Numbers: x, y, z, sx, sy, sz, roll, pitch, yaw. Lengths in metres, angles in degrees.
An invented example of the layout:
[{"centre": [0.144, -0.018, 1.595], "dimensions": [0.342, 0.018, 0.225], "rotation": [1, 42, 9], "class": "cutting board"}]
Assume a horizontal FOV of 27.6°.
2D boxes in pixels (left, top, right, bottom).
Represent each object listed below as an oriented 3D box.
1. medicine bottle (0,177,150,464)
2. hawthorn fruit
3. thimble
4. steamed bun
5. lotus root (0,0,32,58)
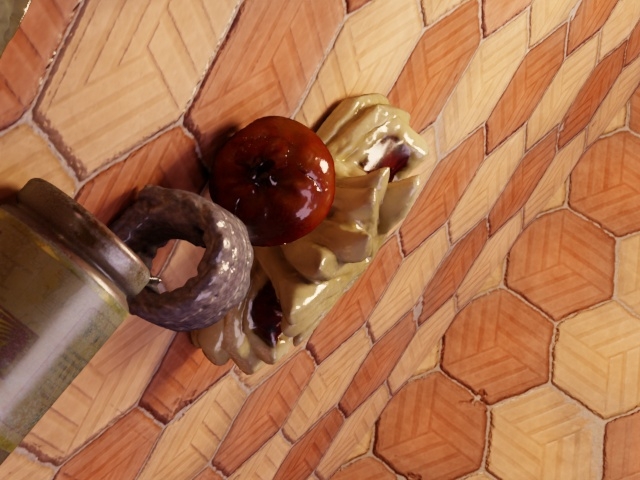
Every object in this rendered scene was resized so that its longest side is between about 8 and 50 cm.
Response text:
[{"centre": [-0.302, 0.108, 1.131], "dimensions": [0.322, 0.151, 0.151], "rotation": [-51, 162, -12], "class": "medicine bottle"}, {"centre": [-0.049, -0.064, 1.478], "dimensions": [0.148, 0.148, 0.172], "rotation": [-55, 169, 4], "class": "hawthorn fruit"}, {"centre": [-0.149, 0.020, 1.363], "dimensions": [0.150, 0.150, 0.098], "rotation": [-54, 157, 0], "class": "thimble"}, {"centre": [0.000, 0.000, 1.653], "dimensions": [0.428, 0.189, 0.247], "rotation": [-53, 154, -3], "class": "steamed bun"}, {"centre": [-0.260, -0.149, 0.599], "dimensions": [0.267, 0.149, 0.260], "rotation": [21, 74, -53], "class": "lotus root"}]
